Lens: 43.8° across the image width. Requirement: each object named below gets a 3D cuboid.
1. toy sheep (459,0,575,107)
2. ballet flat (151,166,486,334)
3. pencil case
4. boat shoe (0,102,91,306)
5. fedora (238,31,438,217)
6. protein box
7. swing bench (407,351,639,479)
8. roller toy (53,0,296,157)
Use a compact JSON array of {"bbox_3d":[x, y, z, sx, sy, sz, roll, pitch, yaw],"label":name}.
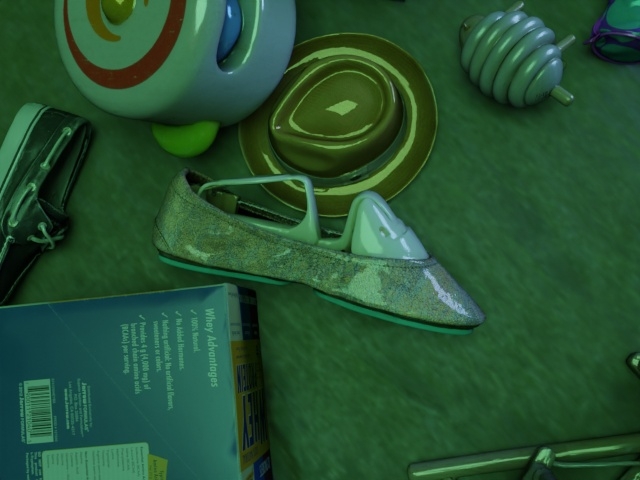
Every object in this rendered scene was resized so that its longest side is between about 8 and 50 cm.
[{"bbox_3d":[0.180,-0.166,0.730,0.132,0.091,0.091,41,89,27],"label":"toy sheep"},{"bbox_3d":[0.000,0.000,0.712,0.316,0.107,0.106,13,101,6],"label":"ballet flat"},{"bbox_3d":[0.296,-0.243,0.736,0.070,0.064,0.151,16,85,-9],"label":"pencil case"},{"bbox_3d":[-0.282,-0.025,0.764,0.070,0.078,0.219,16,84,8],"label":"boat shoe"},{"bbox_3d":[0.013,-0.116,0.743,0.195,0.079,0.194,-1,84,6],"label":"fedora"},{"bbox_3d":[-0.158,0.148,0.703,0.201,0.136,0.199,-6,83,5],"label":"protein box"},{"bbox_3d":[0.213,0.212,0.601,0.255,0.253,0.165,-28,82,3],"label":"swing bench"},{"bbox_3d":[-0.134,-0.200,0.704,0.191,0.146,0.209,-40,71,27],"label":"roller toy"}]
